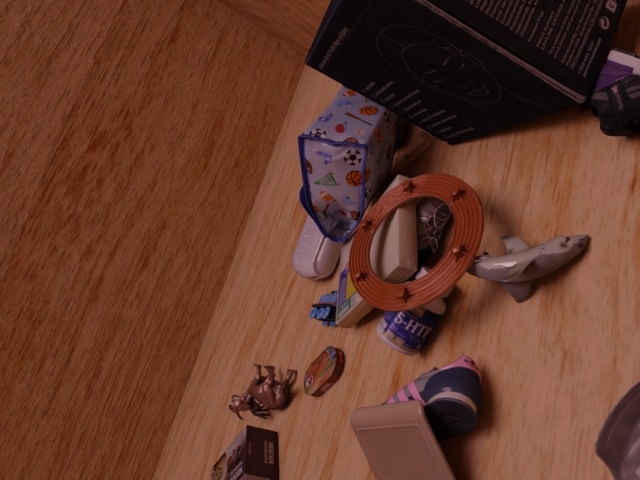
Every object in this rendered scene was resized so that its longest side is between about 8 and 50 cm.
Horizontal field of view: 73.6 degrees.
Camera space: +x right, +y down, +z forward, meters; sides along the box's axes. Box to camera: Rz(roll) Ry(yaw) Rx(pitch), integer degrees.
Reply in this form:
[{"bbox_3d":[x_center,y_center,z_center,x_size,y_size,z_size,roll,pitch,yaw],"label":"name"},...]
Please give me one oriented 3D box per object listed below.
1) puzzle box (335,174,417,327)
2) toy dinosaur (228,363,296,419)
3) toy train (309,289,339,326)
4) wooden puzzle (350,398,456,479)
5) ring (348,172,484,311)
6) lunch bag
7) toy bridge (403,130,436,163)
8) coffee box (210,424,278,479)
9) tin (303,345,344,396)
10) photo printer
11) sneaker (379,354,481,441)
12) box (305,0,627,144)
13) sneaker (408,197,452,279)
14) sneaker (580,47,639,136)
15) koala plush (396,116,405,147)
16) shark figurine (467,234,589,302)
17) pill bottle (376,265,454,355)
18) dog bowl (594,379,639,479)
[{"bbox_3d":[0.141,0.047,1.174,0.409,0.052,0.271,123,157,-55],"label":"puzzle box"},{"bbox_3d":[-0.185,0.546,1.508,0.296,0.127,0.200,-11,65,49],"label":"toy dinosaur"},{"bbox_3d":[0.033,0.219,1.391,0.184,0.080,0.105,-21,40,63],"label":"toy train"},{"bbox_3d":[0.169,0.429,0.815,0.221,0.044,0.238,-37,70,50],"label":"wooden puzzle"},{"bbox_3d":[0.188,-0.008,0.933,0.337,0.032,0.336,-30,43,32],"label":"ring"},{"bbox_3d":[0.091,-0.225,1.309,0.327,0.239,0.385,-58,-26,-36],"label":"lunch bag"},{"bbox_3d":[0.328,-0.317,1.317,0.188,0.026,0.063,-55,27,25],"label":"toy bridge"},{"bbox_3d":[-0.262,0.780,1.435,0.297,0.119,0.168,-54,24,27],"label":"coffee box"},{"bbox_3d":[0.010,0.403,1.310,0.189,0.040,0.106,-52,22,31],"label":"tin"},{"bbox_3d":[0.000,0.000,1.631,0.256,0.107,0.307,5,73,67],"label":"photo printer"},{"bbox_3d":[0.209,0.335,0.881,0.319,0.112,0.131,-43,8,47],"label":"sneaker"},{"bbox_3d":[0.268,-0.475,0.938,0.297,0.472,0.480,-68,13,-2],"label":"box"},{"bbox_3d":[0.276,-0.021,1.072,0.115,0.105,0.281,-110,36,-51],"label":"sneaker"},{"bbox_3d":[0.532,-0.209,0.688,0.283,0.107,0.124,-89,21,-57],"label":"sneaker"},{"bbox_3d":[0.249,-0.449,1.479,0.221,0.203,0.196,-49,29,-12],"label":"koala plush"},{"bbox_3d":[0.345,0.063,0.824,0.166,0.116,0.278,-39,19,-28],"label":"shark figurine"},{"bbox_3d":[0.220,0.158,0.981,0.186,0.112,0.112,-61,23,13],"label":"pill bottle"},{"bbox_3d":[0.444,0.274,0.382,0.349,0.102,0.348,-47,29,37],"label":"dog bowl"}]
